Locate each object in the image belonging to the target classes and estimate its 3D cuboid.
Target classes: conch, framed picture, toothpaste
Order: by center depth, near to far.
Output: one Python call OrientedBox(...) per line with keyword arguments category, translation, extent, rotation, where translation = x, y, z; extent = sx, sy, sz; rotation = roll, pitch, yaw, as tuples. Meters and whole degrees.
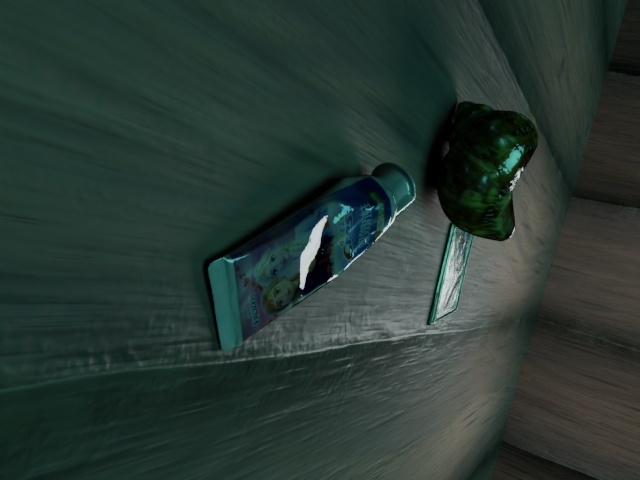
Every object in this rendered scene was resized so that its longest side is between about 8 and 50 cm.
OrientedBox(category="toothpaste", translation=(0.000, 0.000, 0.546), extent=(0.266, 0.061, 0.096), rotation=(-36, 135, -41))
OrientedBox(category="conch", translation=(0.232, -0.104, 0.834), extent=(0.187, 0.124, 0.181), rotation=(90, 13, -75))
OrientedBox(category="framed picture", translation=(0.241, 0.055, 1.037), extent=(0.142, 0.011, 0.183), rotation=(-7, 111, -60))
